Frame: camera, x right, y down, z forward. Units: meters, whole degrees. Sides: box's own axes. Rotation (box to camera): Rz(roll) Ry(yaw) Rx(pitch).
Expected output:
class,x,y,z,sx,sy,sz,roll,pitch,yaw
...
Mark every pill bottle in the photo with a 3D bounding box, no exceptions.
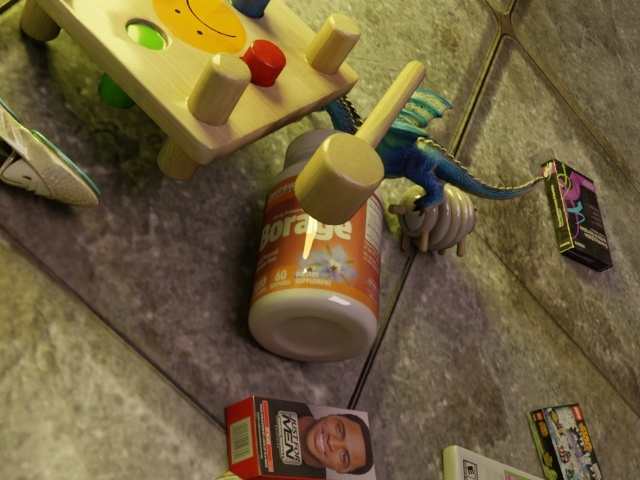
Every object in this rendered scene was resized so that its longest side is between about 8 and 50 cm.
class,x,y,z,sx,sy,sz,roll,pitch,yaw
pill bottle,0.000,0.000,0.853,0.121,0.121,0.216,30,48,-31

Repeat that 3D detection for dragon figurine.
class,x,y,z,sx,sy,sz,roll,pitch,yaw
dragon figurine,0.094,-0.112,0.959,0.085,0.289,0.144,-52,145,-46

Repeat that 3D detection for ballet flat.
class,x,y,z,sx,sy,sz,roll,pitch,yaw
ballet flat,-0.253,-0.075,0.698,0.168,0.057,0.052,45,70,-12

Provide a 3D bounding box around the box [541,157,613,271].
class,x,y,z,sx,sy,sz,roll,pitch,yaw
box,0.406,-0.040,1.376,0.116,0.029,0.162,20,55,-38

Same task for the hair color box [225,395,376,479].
class,x,y,z,sx,sy,sz,roll,pitch,yaw
hair color box,-0.016,0.186,0.786,0.141,0.043,0.072,17,55,-41

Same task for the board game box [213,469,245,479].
class,x,y,z,sx,sy,sz,roll,pitch,yaw
board game box,-0.094,0.253,0.556,0.243,0.165,0.042,-23,122,-42

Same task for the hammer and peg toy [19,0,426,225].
class,x,y,z,sx,sy,sz,roll,pitch,yaw
hammer and peg toy,-0.074,-0.162,0.806,0.361,0.127,0.266,44,39,7

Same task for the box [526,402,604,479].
class,x,y,z,sx,sy,sz,roll,pitch,yaw
box,0.313,0.276,1.091,0.094,0.027,0.137,5,64,-46

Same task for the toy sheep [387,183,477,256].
class,x,y,z,sx,sy,sz,roll,pitch,yaw
toy sheep,0.135,-0.027,1.043,0.132,0.091,0.091,7,63,-38

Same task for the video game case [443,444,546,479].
class,x,y,z,sx,sy,sz,roll,pitch,yaw
video game case,0.206,0.349,0.940,0.193,0.023,0.212,27,49,-33
